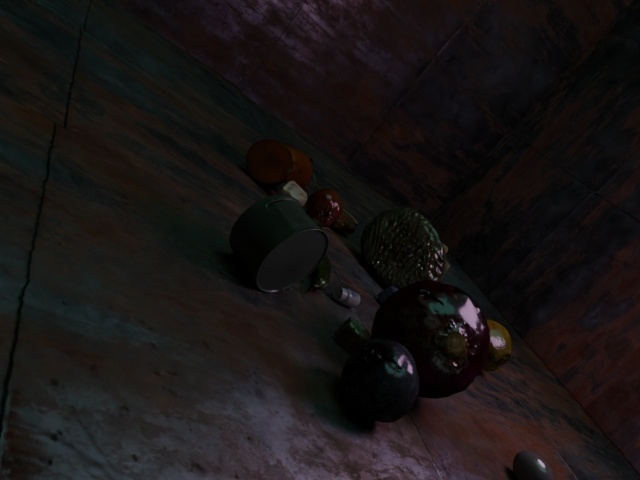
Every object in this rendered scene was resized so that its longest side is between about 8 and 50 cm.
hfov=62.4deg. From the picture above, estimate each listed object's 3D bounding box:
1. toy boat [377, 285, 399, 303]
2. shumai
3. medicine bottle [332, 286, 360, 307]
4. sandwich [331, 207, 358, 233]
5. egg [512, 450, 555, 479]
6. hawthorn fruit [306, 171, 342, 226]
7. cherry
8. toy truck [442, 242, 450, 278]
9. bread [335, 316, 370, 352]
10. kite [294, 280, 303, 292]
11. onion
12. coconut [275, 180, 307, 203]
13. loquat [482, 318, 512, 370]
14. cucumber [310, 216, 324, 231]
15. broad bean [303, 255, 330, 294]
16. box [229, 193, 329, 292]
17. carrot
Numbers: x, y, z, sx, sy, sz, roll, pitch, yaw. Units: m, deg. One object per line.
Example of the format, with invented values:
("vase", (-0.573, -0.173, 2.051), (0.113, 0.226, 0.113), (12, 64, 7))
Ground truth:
("toy boat", (0.336, 0.273, 2.013), (0.283, 0.078, 0.127), (38, 19, -14))
("shumai", (0.376, 0.073, 2.302), (0.398, 0.324, 0.323), (54, 5, 24))
("medicine bottle", (0.085, 0.183, 1.706), (0.089, 0.052, 0.052), (27, 21, -40))
("sandwich", (0.081, -0.093, 2.408), (0.235, 0.079, 0.159), (17, 39, -48))
("egg", (0.623, 0.682, 1.543), (0.103, 0.103, 0.135), (24, 26, -46))
("hawthorn fruit", (-0.003, -0.181, 2.264), (0.165, 0.165, 0.286), (30, 23, -35))
("cherry", (0.145, 0.332, 1.239), (0.195, 0.195, 0.195), (37, 16, -13))
("toy truck", (0.512, 0.070, 2.665), (0.180, 0.254, 0.405), (32, 15, -16))
("bread", (0.091, 0.263, 1.476), (0.083, 0.070, 0.077), (42, 17, -5))
("kite", (-0.111, 0.081, 1.595), (0.160, 0.010, 0.183), (37, 16, -18))
("onion", (0.289, 0.285, 1.549), (0.347, 0.348, 0.385), (38, -19, -12))
("coconut", (-0.122, -0.173, 2.066), (0.122, 0.116, 0.116), (43, 16, 5))
("loquat", (0.665, 0.413, 2.177), (0.213, 0.213, 0.246), (27, 22, -41))
("cucumber", (-0.079, 0.001, 1.700), (0.134, 0.134, 0.244), (42, 19, 4))
("broad bean", (0.002, 0.101, 1.703), (0.075, 0.067, 0.325), (30, 16, -8))
("box", (-0.110, 0.007, 1.399), (0.149, 0.226, 0.226), (50, 18, 28))
("carrot", (-0.133, -0.293, 2.190), (0.214, 0.193, 0.331), (22, 3, 25))
